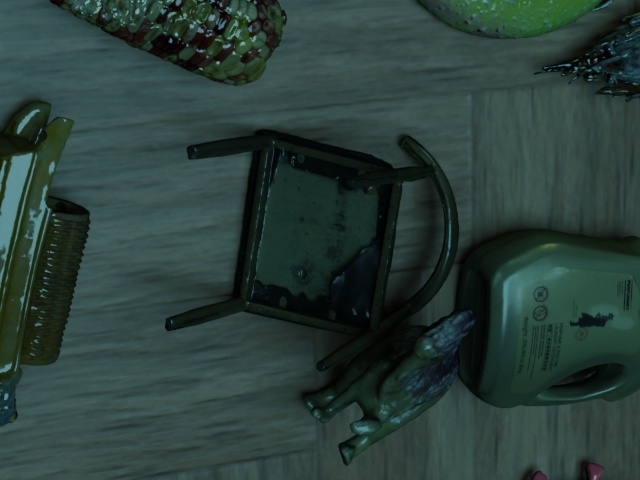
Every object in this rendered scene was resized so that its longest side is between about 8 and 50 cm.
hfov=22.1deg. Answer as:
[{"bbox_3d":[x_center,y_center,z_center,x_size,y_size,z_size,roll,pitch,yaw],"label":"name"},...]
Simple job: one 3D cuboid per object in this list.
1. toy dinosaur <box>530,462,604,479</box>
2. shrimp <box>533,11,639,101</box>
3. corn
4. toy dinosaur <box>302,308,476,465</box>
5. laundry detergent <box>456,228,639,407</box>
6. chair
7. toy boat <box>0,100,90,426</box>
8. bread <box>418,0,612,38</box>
[{"bbox_3d":[0.225,0.307,1.680,0.286,0.070,0.139,-4,128,-18],"label":"toy dinosaur"},{"bbox_3d":[0.311,-0.181,1.566,0.233,0.079,0.090,-10,103,-14],"label":"shrimp"},{"bbox_3d":[-0.163,-0.219,1.357,0.290,0.098,0.098,25,94,-24],"label":"corn"},{"bbox_3d":[0.070,0.126,1.459,0.162,0.294,0.077,-34,91,-5],"label":"toy dinosaur"},{"bbox_3d":[0.262,0.075,1.602,0.253,0.091,0.181,-3,106,-21],"label":"laundry detergent"},{"bbox_3d":[0.000,0.000,1.453,0.272,0.166,0.188,-13,114,-63],"label":"chair"},{"bbox_3d":[-0.264,0.037,1.390,0.115,0.089,0.310,6,101,-30],"label":"toy boat"},{"bbox_3d":[0.185,-0.322,1.493,0.301,0.045,0.301,-6,107,-20],"label":"bread"}]
